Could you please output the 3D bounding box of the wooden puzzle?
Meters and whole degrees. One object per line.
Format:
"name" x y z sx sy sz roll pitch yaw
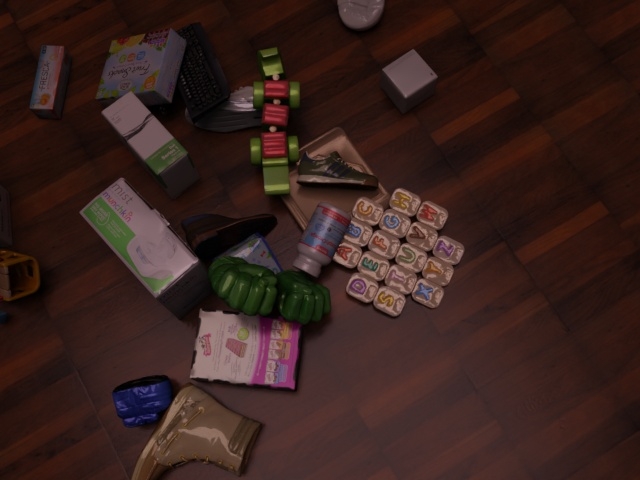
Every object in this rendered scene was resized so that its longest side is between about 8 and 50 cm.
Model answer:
"wooden puzzle" 0.021 -0.125 1.671 0.221 0.044 0.238 -32 79 -7

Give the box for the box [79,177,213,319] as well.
"box" -0.369 0.022 1.540 0.127 0.231 0.262 -42 77 -10

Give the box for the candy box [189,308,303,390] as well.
"candy box" -0.160 0.244 1.547 0.234 0.071 0.159 6 74 3

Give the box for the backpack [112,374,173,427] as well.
"backpack" -0.379 0.346 1.515 0.120 0.098 0.101 -15 94 -11

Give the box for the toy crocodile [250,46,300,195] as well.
"toy crocodile" -0.106 -0.274 1.616 0.115 0.105 0.340 1 86 -4

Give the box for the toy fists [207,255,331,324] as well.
"toy fists" -0.102 0.107 1.487 0.096 0.279 0.142 -63 34 17

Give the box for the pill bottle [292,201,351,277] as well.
"pill bottle" 0.000 0.000 1.576 0.087 0.087 0.160 25 84 9

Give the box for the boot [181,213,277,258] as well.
"boot" -0.216 -0.040 1.626 0.219 0.082 0.106 -20 47 -28

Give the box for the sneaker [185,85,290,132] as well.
"sneaker" -0.203 -0.331 1.725 0.258 0.094 0.091 -2 55 -3

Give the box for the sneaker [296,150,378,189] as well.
"sneaker" 0.042 -0.168 1.624 0.192 0.064 0.086 4 82 3

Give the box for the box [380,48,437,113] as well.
"box" 0.217 -0.391 1.717 0.101 0.087 0.102 -34 75 -8

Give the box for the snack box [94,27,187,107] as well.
"snack box" -0.443 -0.418 1.718 0.207 0.070 0.174 1 71 33

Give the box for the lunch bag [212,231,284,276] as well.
"lunch bag" -0.154 0.077 1.588 0.129 0.096 0.151 -32 104 -7

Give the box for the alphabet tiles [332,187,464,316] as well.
"alphabet tiles" 0.178 0.026 1.609 0.278 0.021 0.284 27 80 4

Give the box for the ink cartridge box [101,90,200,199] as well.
"ink cartridge box" -0.400 -0.224 1.652 0.093 0.160 0.219 -40 76 -11

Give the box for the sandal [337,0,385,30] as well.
"sandal" 0.121 -0.746 1.830 0.169 0.102 0.416 9 86 20

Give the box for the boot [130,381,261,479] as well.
"boot" -0.264 0.461 1.476 0.204 0.095 0.262 26 72 8

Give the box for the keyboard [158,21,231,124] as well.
"keyboard" -0.342 -0.404 1.717 0.202 0.033 0.317 -34 53 11

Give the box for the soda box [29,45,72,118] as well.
"soda box" -0.684 -0.401 1.770 0.063 0.058 0.183 3 72 3

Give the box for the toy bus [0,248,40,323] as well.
"toy bus" -0.737 0.070 1.603 0.191 0.104 0.202 -43 78 35

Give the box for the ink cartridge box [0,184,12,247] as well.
"ink cartridge box" -0.792 -0.077 1.601 0.086 0.203 0.148 -10 73 -3
